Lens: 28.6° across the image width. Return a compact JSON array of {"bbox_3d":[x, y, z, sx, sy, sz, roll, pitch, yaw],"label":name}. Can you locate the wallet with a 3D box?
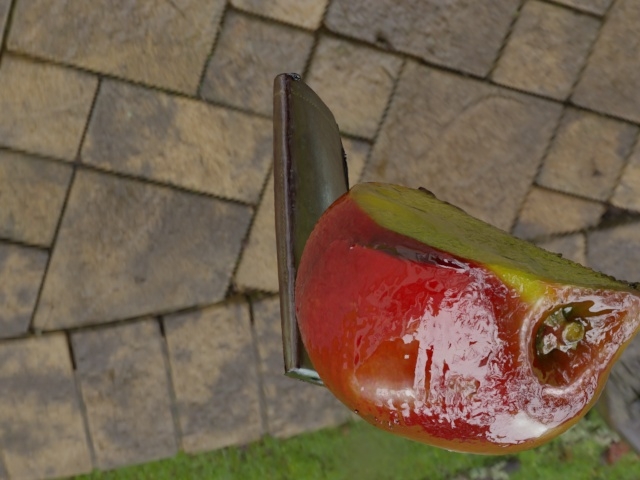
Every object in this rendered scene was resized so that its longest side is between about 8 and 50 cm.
[{"bbox_3d":[0.000,0.000,1.047,0.031,0.255,0.137,-11,159,22],"label":"wallet"}]

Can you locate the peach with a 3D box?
[{"bbox_3d":[0.062,0.049,0.855,0.154,0.267,0.158,10,105,-45],"label":"peach"}]
